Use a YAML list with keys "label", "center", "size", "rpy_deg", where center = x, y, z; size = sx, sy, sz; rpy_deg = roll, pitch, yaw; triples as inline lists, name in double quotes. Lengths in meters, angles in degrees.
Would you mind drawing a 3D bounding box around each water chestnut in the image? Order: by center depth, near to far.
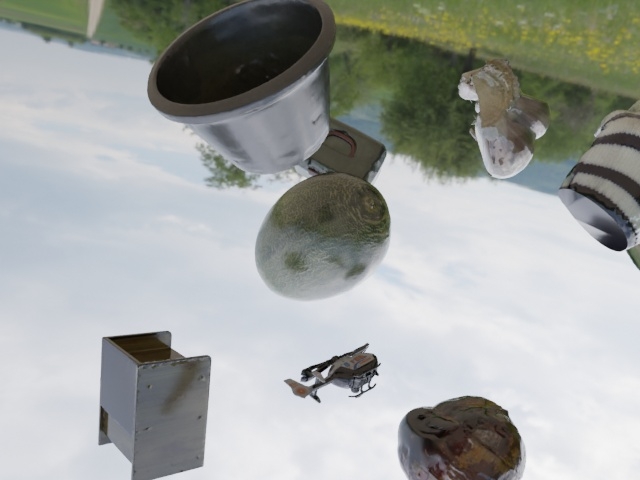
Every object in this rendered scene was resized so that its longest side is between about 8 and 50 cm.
- label: "water chestnut"
  center: [0.296, 0.458, 1.439]
  size: [0.289, 0.244, 0.289]
  rpy_deg: [-15, -169, 3]

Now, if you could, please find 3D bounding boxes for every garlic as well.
- label: "garlic"
  center: [0.390, -0.270, 1.556]
  size: [0.237, 0.210, 0.292]
  rpy_deg: [37, 180, 20]

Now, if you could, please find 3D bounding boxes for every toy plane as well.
- label: "toy plane"
  center: [0.033, 0.227, 1.168]
  size: [0.197, 0.053, 0.078]
  rpy_deg: [-17, -141, -38]

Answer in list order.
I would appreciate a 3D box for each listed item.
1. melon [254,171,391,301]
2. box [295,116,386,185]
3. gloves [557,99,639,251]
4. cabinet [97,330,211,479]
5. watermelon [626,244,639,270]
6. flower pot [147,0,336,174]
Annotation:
- label: "melon"
  center: [0.000, 0.000, 1.425]
  size: [0.249, 0.329, 0.248]
  rpy_deg: [23, -133, -27]
- label: "box"
  center: [0.039, -0.189, 1.594]
  size: [0.210, 0.147, 0.129]
  rpy_deg: [29, 167, 13]
- label: "gloves"
  center: [0.366, -0.096, 0.758]
  size: [0.140, 0.218, 0.131]
  rpy_deg: [42, 173, 18]
- label: "cabinet"
  center: [-0.305, 0.296, 1.274]
  size: [0.148, 0.215, 0.175]
  rpy_deg: [-1, -170, -37]
- label: "watermelon"
  center: [0.672, -0.025, 1.303]
  size: [0.319, 0.222, 0.292]
  rpy_deg: [46, -168, -26]
- label: "flower pot"
  center: [-0.084, -0.200, 0.956]
  size: [0.269, 0.166, 0.268]
  rpy_deg: [-13, -137, 13]
